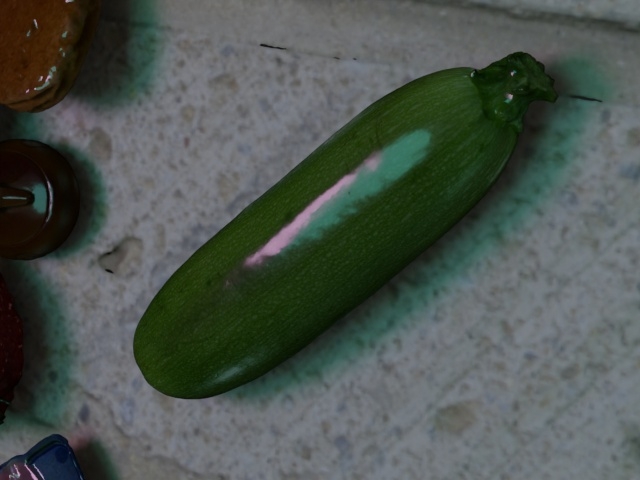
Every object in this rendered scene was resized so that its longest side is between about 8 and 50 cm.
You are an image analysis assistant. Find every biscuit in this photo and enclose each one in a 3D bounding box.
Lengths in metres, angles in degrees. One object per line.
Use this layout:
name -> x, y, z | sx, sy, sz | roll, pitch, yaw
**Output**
biscuit -> -0.276, -0.134, 1.308 | 0.277, 0.052, 0.262 | -21, 60, 29

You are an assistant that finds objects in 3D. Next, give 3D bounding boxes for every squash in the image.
squash -> 0.000, 0.000, 1.133 | 0.395, 0.107, 0.107 | -38, 71, 27

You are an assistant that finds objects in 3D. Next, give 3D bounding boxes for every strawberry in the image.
strawberry -> -0.300, 0.083, 1.318 | 0.131, 0.131, 0.148 | -12, 86, 33

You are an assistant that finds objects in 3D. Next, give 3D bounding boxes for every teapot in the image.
teapot -> -0.254, -0.033, 1.313 | 0.129, 0.078, 0.098 | 5, 93, 33

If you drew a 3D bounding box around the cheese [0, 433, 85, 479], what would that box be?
cheese -> -0.289, 0.258, 1.344 | 0.286, 0.074, 0.189 | -33, 75, 28
